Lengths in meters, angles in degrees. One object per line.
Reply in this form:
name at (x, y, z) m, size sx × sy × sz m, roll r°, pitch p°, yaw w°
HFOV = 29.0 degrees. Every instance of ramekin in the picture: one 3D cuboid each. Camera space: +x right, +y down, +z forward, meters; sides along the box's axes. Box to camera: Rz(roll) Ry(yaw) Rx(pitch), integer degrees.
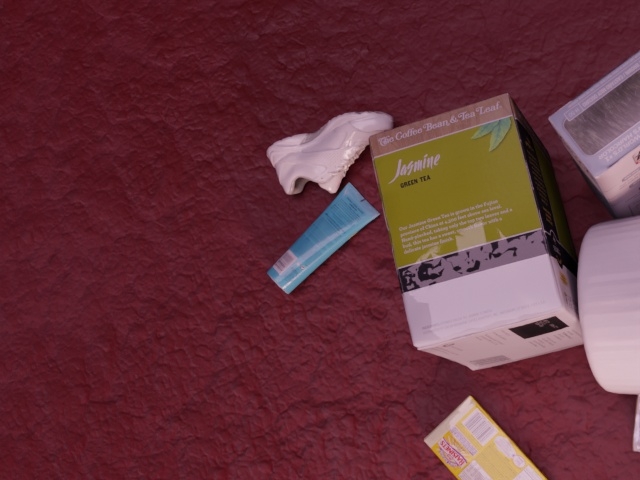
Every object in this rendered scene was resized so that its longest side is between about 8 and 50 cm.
ramekin at (0.464, 0.092, 1.769) m, size 0.135 × 0.277 × 0.277 m, roll -6°, pitch 77°, yaw 26°

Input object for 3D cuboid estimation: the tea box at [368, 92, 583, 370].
tea box at (0.249, 0.001, 1.830) m, size 0.220 × 0.329 × 0.323 m, roll -16°, pitch 73°, yaw 17°

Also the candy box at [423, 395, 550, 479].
candy box at (0.266, 0.350, 1.916) m, size 0.105 × 0.027 × 0.206 m, roll -46°, pitch 68°, yaw 9°

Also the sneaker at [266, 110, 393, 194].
sneaker at (0.028, -0.141, 2.080) m, size 0.232 × 0.090 × 0.115 m, roll -22°, pitch 79°, yaw 24°

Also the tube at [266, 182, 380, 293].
tube at (0.000, 0.000, 2.076) m, size 0.207 × 0.052 × 0.080 m, roll -44°, pitch 73°, yaw 1°

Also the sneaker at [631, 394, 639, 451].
sneaker at (0.504, 0.259, 1.839) m, size 0.067 × 0.042 × 0.118 m, roll 5°, pitch 89°, yaw 25°

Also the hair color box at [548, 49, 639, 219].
hair color box at (0.460, -0.137, 1.754) m, size 0.185 × 0.374 × 0.113 m, roll -37°, pitch 69°, yaw 9°
